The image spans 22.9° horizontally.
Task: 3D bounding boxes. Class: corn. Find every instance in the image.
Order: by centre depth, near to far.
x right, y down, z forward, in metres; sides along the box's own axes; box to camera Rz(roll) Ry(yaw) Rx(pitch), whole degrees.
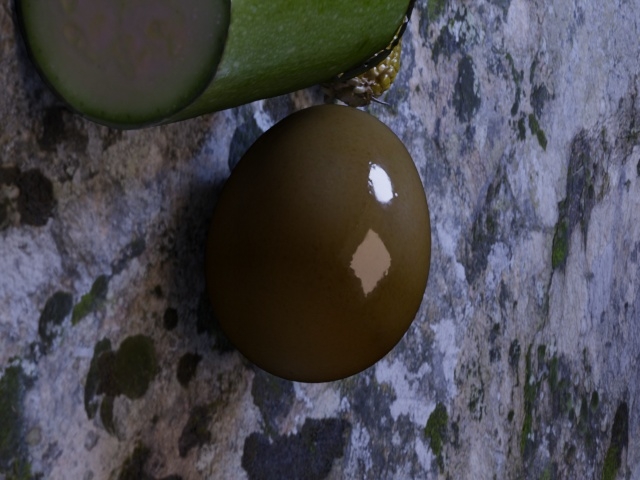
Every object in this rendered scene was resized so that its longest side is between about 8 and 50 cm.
[{"bbox_3d":[0.064,-0.316,1.976,0.106,0.106,0.305,32,64,-54],"label":"corn"}]

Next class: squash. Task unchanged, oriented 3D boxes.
[{"bbox_3d":[-0.086,-0.266,1.598,0.384,0.263,0.263,-21,110,-56],"label":"squash"}]

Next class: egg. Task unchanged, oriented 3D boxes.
[{"bbox_3d":[0.000,0.000,1.758,0.250,0.250,0.322,38,56,-52],"label":"egg"}]
